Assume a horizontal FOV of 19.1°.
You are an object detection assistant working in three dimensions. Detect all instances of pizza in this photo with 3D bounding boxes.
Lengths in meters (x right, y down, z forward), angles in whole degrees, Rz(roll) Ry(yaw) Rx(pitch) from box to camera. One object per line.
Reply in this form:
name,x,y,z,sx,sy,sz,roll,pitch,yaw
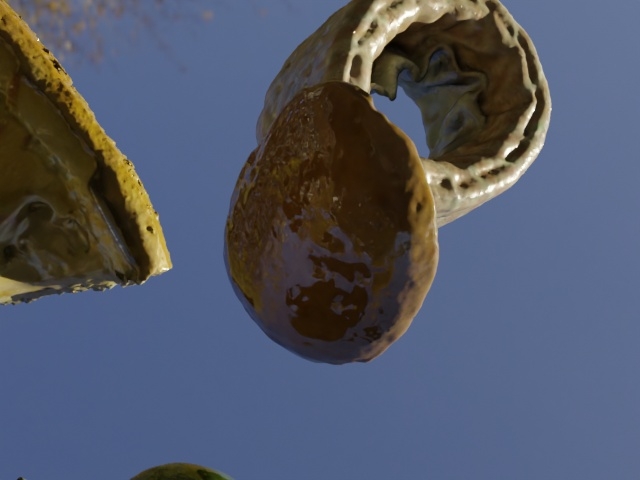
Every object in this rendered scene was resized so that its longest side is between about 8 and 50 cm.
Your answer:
pizza,-0.188,-0.017,1.015,0.204,0.188,0.080,43,-159,9

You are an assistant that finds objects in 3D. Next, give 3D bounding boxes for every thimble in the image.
thimble,0.064,-0.097,1.521,0.196,0.148,0.229,39,-126,-12

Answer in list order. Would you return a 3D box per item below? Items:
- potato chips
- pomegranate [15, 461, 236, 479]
potato chips,0.000,0.000,1.208,0.150,0.202,0.049,45,-135,15
pomegranate,-0.113,0.218,1.225,0.169,0.148,0.148,-10,-132,11
